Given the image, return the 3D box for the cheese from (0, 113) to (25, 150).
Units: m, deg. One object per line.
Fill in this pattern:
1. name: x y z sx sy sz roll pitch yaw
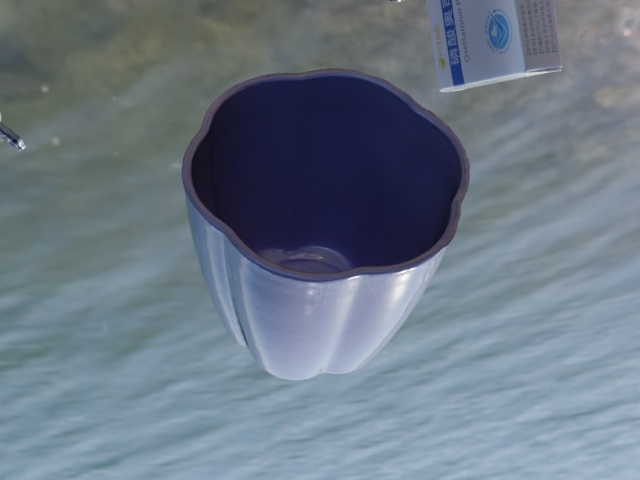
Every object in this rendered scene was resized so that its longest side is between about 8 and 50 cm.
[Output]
1. cheese: -0.491 -0.186 1.485 0.171 0.047 0.092 29 161 37

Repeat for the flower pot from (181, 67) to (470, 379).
1. flower pot: 0.000 0.000 1.023 0.265 0.265 0.243 -3 144 -7

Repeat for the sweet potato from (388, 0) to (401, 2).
1. sweet potato: 0.097 -0.436 1.133 0.079 0.346 0.108 3 168 -9

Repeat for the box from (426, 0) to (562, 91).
1. box: 0.196 -0.366 1.277 0.065 0.343 0.200 -11 -174 -23
